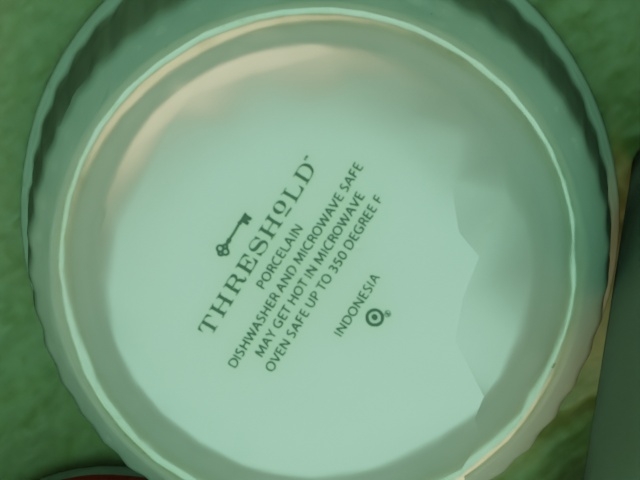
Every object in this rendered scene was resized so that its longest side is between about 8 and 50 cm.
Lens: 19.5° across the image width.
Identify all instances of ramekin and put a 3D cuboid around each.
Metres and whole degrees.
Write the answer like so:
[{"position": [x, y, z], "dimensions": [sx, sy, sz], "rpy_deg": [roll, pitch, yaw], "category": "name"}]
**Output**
[{"position": [0.000, 0.000, 0.789], "dimensions": [0.272, 0.127, 0.273], "rpy_deg": [0, 102, 0], "category": "ramekin"}]

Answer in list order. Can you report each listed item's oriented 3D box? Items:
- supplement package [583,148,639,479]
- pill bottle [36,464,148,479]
[{"position": [0.222, 0.025, 0.689], "dimensions": [0.177, 0.293, 0.175], "rpy_deg": [33, 122, -6], "category": "supplement package"}, {"position": [-0.096, 0.218, 0.733], "dimensions": [0.181, 0.323, 0.182], "rpy_deg": [0, 101, 0], "category": "pill bottle"}]
